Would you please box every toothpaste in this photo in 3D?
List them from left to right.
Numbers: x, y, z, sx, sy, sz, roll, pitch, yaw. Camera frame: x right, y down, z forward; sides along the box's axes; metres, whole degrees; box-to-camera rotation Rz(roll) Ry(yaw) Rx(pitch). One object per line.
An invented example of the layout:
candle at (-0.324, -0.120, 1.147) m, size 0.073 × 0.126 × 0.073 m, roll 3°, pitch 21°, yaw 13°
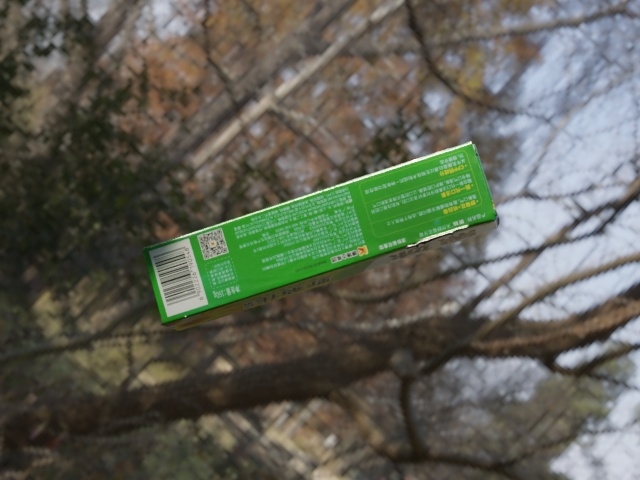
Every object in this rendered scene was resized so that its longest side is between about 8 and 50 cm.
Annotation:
toothpaste at (0.000, 0.000, 0.673) m, size 0.037 × 0.178 × 0.043 m, roll 48°, pitch 24°, yaw -78°
